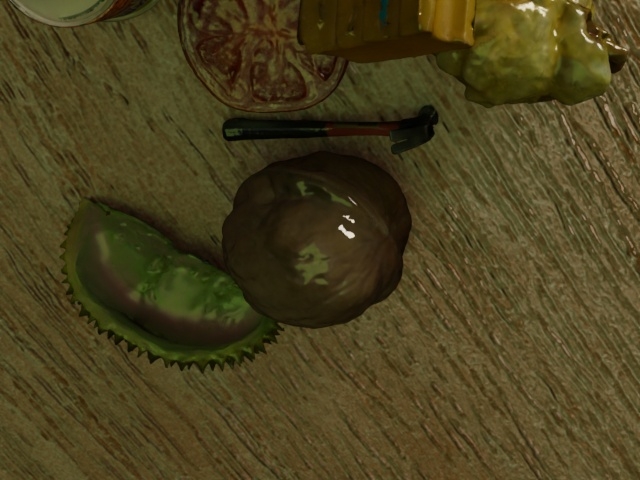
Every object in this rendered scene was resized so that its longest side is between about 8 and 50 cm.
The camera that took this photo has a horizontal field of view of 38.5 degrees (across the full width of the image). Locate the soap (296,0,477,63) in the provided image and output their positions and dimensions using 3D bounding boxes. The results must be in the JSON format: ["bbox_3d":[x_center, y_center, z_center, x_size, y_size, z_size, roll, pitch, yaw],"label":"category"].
[{"bbox_3d":[0.081,-0.365,1.001,0.204,0.096,0.324,6,91,49],"label":"soap"}]

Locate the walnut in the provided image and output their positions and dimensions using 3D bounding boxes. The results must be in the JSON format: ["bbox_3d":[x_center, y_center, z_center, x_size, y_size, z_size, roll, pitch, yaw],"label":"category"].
[{"bbox_3d":[-0.001,-0.002,1.205,0.249,0.248,0.248,3,116,5],"label":"walnut"}]

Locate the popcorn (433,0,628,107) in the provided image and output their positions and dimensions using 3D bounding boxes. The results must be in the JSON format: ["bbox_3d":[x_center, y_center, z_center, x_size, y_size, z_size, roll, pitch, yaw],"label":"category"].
[{"bbox_3d":[0.230,-0.255,1.074,0.266,0.233,0.192,31,112,21],"label":"popcorn"}]

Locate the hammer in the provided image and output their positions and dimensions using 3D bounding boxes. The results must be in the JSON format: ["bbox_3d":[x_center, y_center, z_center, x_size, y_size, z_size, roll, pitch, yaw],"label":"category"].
[{"bbox_3d":[0.009,-0.150,1.231,0.288,0.111,0.033,2,116,15],"label":"hammer"}]

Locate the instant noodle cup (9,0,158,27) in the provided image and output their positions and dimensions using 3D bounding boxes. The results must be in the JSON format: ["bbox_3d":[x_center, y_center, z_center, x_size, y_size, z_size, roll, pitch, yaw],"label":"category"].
[{"bbox_3d":[-0.292,-0.354,1.114,0.213,0.174,0.213,2,115,5],"label":"instant noodle cup"}]

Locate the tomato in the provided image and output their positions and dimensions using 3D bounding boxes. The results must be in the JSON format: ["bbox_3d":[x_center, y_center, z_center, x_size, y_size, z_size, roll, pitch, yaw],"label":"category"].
[{"bbox_3d":[-0.059,-0.279,1.168,0.237,0.095,0.236,4,114,9],"label":"tomato"}]

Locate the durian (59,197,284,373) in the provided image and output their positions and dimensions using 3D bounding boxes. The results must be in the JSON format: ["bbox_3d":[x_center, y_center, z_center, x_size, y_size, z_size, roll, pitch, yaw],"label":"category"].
[{"bbox_3d":[-0.219,0.080,1.325,0.356,0.157,0.169,22,108,0],"label":"durian"}]
